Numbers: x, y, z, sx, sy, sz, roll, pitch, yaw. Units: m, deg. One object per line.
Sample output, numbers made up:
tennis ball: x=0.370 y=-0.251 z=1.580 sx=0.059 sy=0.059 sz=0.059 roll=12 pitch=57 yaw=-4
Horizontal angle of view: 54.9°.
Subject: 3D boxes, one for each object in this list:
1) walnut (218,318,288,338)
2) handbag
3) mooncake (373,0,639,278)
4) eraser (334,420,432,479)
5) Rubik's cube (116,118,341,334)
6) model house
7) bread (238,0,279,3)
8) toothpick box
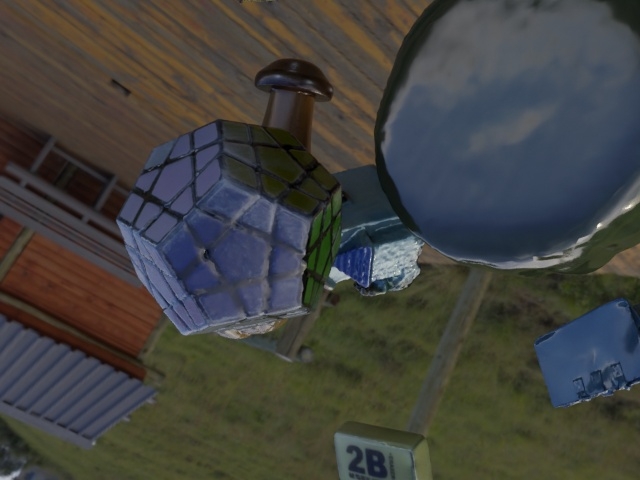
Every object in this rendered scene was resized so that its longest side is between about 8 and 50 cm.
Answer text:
walnut: x=-0.209 y=0.114 z=1.637 sx=0.333 sy=0.332 sz=0.333 roll=24 pitch=162 yaw=8
handbag: x=0.479 y=0.202 z=1.079 sx=0.057 sy=0.144 sz=0.221 roll=15 pitch=147 yaw=-23
mooncake: x=0.244 y=-0.133 z=0.722 sx=0.357 sy=0.356 sz=0.194 roll=9 pitch=-178 yaw=44
eraser: x=0.112 y=0.401 z=1.115 sx=0.172 sy=0.117 sz=0.058 roll=-1 pitch=-170 yaw=37
Rubik's cube: x=-0.118 y=-0.012 z=0.869 sx=0.319 sy=0.319 sz=0.264 roll=32 pitch=-174 yaw=-16
model house: x=0.000 y=0.000 z=1.315 sx=0.294 sy=0.330 sz=0.251 roll=-121 pitch=31 yaw=-44
bread: x=-0.170 y=-0.615 z=1.396 sx=0.127 sy=0.147 sz=0.152 roll=8 pitch=-160 yaw=30
toothpick box: x=-0.079 y=-0.285 z=1.484 sx=0.192 sy=0.294 sz=0.192 roll=11 pitch=-174 yaw=-1
